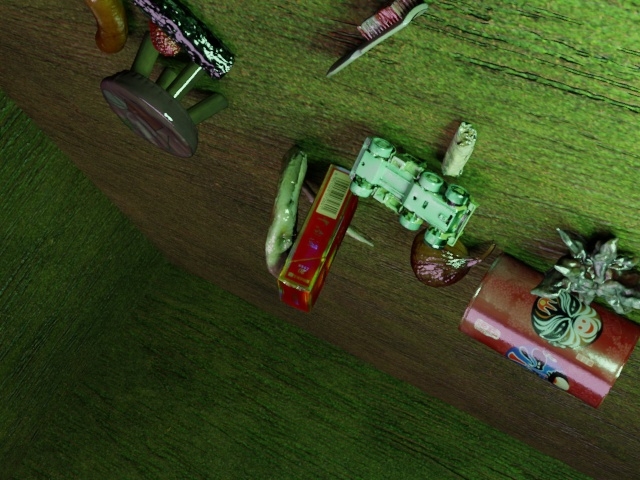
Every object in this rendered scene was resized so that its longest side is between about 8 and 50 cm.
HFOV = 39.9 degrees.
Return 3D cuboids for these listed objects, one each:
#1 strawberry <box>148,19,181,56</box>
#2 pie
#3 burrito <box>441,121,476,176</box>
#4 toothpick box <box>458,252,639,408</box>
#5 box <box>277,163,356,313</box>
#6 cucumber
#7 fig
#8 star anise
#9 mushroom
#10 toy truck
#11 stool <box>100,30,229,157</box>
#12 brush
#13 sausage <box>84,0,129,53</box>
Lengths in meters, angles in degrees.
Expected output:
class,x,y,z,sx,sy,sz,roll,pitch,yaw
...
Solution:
class,x,y,z,sx,sy,sz,roll,pitch,yaw
strawberry,-0.333,-0.451,1.919,0.096,0.083,0.083,44,163,-8
pie,-0.081,-0.080,2.122,0.075,0.337,0.337,7,162,1
burrito,0.257,-0.165,1.641,0.045,0.041,0.185,-7,163,-6
toothpick box,0.491,0.191,1.899,0.333,0.204,0.204,30,163,17
box,0.000,0.000,2.105,0.089,0.313,0.197,23,163,6
cucumber,-0.303,-0.459,1.835,0.303,0.072,0.081,42,163,-23
fig,0.309,0.045,1.996,0.201,0.133,0.146,8,160,40
star anise,0.517,0.069,1.669,0.212,0.129,0.282,15,165,8
mushroom,0.023,-0.075,2.367,0.306,0.043,0.068,41,-172,-25
toy truck,0.190,-0.106,1.778,0.260,0.135,0.128,32,120,12
stool,-0.369,-0.344,2.101,0.272,0.178,0.272,32,164,10
brush,0.077,-0.339,1.464,0.050,0.060,0.321,51,161,-9
sausage,-0.492,-0.517,2.031,0.103,0.076,0.302,33,164,3
